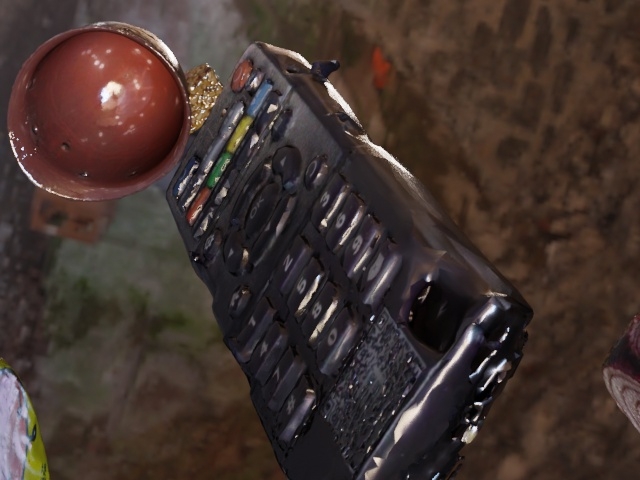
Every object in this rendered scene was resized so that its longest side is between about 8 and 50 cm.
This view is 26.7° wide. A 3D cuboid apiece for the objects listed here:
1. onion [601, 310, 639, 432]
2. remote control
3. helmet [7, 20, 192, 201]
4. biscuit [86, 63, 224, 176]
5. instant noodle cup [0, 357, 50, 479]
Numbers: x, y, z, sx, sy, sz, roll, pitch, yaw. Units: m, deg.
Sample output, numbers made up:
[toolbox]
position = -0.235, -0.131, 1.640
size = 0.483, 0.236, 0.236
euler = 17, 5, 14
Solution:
[onion]
position = 0.517, 0.165, 1.641
size = 0.260, 0.282, 0.336
euler = -44, -157, -4
[remote control]
position = 0.000, 0.000, 0.690
size = 0.145, 0.062, 0.399
euler = -57, -156, 12
[helmet]
position = -0.187, -0.122, 1.196
size = 0.175, 0.155, 0.106
euler = -50, -169, 23
[biscuit]
position = -0.192, -0.122, 1.510
size = 0.064, 0.199, 0.034
euler = 54, 4, -41
[instant noodle cup]
position = -0.402, 0.260, 1.158
size = 0.325, 0.254, 0.326
euler = -3, 90, -82
